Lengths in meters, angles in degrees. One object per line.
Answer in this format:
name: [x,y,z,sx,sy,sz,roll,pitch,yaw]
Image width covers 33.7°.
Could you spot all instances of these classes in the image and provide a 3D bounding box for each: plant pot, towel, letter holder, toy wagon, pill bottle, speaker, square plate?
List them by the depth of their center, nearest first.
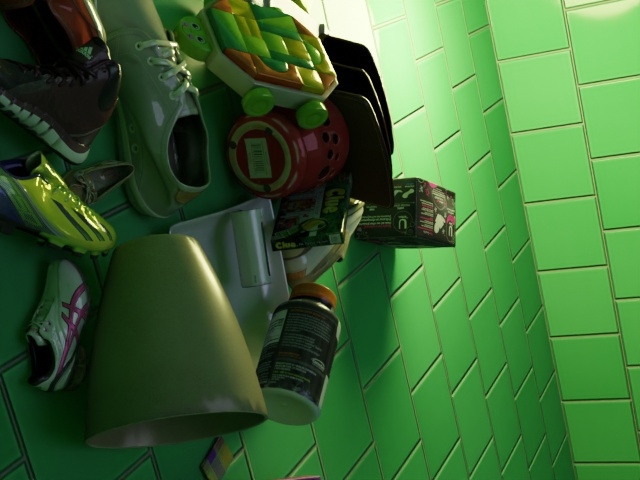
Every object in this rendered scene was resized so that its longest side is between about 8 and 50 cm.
plant pot: [-0.219,0.138,1.515,0.256,0.257,0.274,23,55,-60]
towel: [-0.177,0.380,1.817,0.083,0.009,0.060,-60,136,-49]
speaker: [-0.122,0.011,1.850,0.055,0.055,0.136,-13,95,-63]
toy wagon: [-0.126,-0.330,1.855,0.344,0.068,0.267,8,47,-40]
square plate: [-0.155,0.114,1.876,0.344,0.049,0.347,-24,106,-61]
pill bottle: [-0.037,0.195,1.891,0.130,0.130,0.245,56,38,-42]
plant pot: [-0.065,-0.174,1.962,0.174,0.191,0.191,-34,114,-57]
letter holder: [0.078,-0.233,2.119,0.152,0.214,0.302,-52,145,-28]

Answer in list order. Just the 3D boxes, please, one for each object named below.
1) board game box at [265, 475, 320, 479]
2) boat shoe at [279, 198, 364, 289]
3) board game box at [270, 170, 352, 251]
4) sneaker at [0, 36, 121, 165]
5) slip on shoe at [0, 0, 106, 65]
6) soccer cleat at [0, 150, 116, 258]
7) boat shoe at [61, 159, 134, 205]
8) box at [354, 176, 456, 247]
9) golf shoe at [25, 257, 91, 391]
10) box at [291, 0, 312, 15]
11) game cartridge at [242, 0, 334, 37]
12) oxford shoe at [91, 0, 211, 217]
board game box: [-0.113,0.521,1.820,0.347,0.056,0.208,9,72,-53]
boat shoe: [0.000,0.000,2.151,0.302,0.113,0.103,-38,121,-49]
board game box: [-0.013,-0.059,2.024,0.259,0.136,0.030,-81,164,-61]
sneaker: [-0.366,-0.228,1.412,0.162,0.106,0.281,-51,152,-4]
slip on shoe: [-0.401,-0.359,1.434,0.101,0.123,0.331,-66,145,-39]
soccer cleat: [-0.368,-0.052,1.432,0.289,0.093,0.121,24,80,-57]
boat shoe: [-0.335,-0.085,1.568,0.153,0.048,0.056,-36,116,-60]
box: [0.201,-0.057,2.483,0.247,0.163,0.142,14,75,-61]
golf shoe: [-0.362,0.114,1.450,0.086,0.067,0.186,14,73,-60]
box: [-0.047,-0.575,2.244,0.109,0.042,0.178,49,43,-49]
game cartridge: [-0.067,-0.376,2.150,0.355,0.068,0.230,23,59,-60]
oxford shoe: [-0.262,-0.260,1.666,0.169,0.130,0.449,-22,102,-60]
